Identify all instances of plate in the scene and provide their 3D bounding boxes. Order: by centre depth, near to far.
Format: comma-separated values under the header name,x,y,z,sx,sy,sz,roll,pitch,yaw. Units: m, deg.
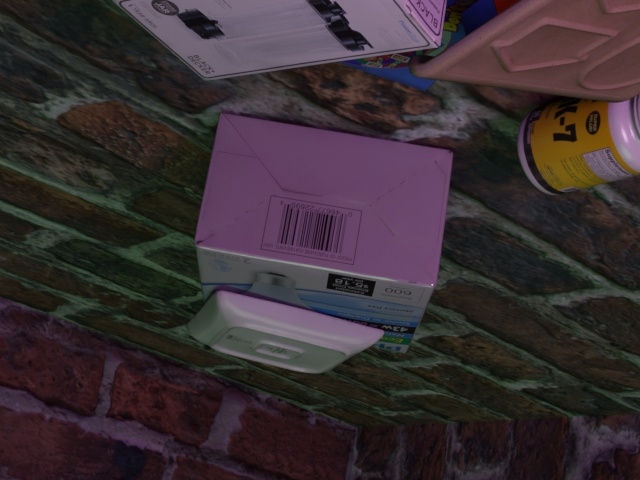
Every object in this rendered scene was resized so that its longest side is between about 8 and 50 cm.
name,x,y,z,sx,sy,sz,roll,pitch,yaw
plate,-0.068,0.162,1.883,0.278,0.045,0.277,15,160,-13

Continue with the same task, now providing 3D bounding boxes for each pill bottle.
name,x,y,z,sx,sy,sz,roll,pitch,yaw
pill bottle,0.359,-0.133,1.429,0.119,0.119,0.208,25,154,-35

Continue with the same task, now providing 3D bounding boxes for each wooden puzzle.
name,x,y,z,sx,sy,sz,roll,pitch,yaw
wooden puzzle,0.306,-0.232,1.126,0.322,0.080,0.348,1,165,-39

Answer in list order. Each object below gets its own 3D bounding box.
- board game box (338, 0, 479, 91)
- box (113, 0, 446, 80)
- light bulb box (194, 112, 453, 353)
name,x,y,z,sx,sy,sz,roll,pitch,yaw
board game box,0.078,-0.292,1.201,0.233,0.078,0.347,16,159,-14
box,-0.037,-0.249,1.132,0.290,0.087,0.169,-3,155,33
light bulb box,0.000,0.000,1.804,0.358,0.225,0.361,10,159,2
